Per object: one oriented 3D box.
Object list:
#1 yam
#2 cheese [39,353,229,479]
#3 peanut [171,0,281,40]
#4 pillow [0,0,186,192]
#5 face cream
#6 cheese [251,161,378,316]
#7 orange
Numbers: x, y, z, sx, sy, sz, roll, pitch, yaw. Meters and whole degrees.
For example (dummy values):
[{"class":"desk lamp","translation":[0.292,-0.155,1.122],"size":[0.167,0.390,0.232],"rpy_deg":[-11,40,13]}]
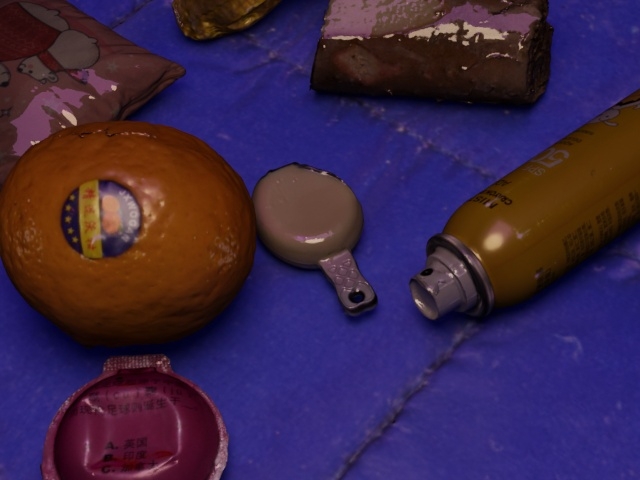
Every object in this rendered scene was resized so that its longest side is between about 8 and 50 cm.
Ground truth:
[{"class":"yam","translation":[0.111,-0.199,1.350],"size":[0.238,0.129,0.128],"rpy_deg":[8,17,7]},{"class":"cheese","translation":[-0.149,0.199,1.105],"size":[0.155,0.062,0.244],"rpy_deg":[-5,55,-1]},{"class":"peanut","translation":[-0.061,-0.277,1.404],"size":[0.207,0.087,0.087],"rpy_deg":[-30,55,13]},{"class":"pillow","translation":[-0.289,-0.160,1.354],"size":[0.236,0.084,0.223],"rpy_deg":[35,60,21]},{"class":"face cream","translation":[0.225,-0.036,1.237],"size":[0.349,0.105,0.105],"rpy_deg":[-33,60,-20]},{"class":"cheese","translation":[0.005,-0.004,1.255],"size":[0.092,0.047,0.171],"rpy_deg":[-41,62,-21]},{"class":"orange","translation":[-0.163,-0.005,1.161],"size":[0.219,0.219,0.193],"rpy_deg":[-5,94,-2]}]
